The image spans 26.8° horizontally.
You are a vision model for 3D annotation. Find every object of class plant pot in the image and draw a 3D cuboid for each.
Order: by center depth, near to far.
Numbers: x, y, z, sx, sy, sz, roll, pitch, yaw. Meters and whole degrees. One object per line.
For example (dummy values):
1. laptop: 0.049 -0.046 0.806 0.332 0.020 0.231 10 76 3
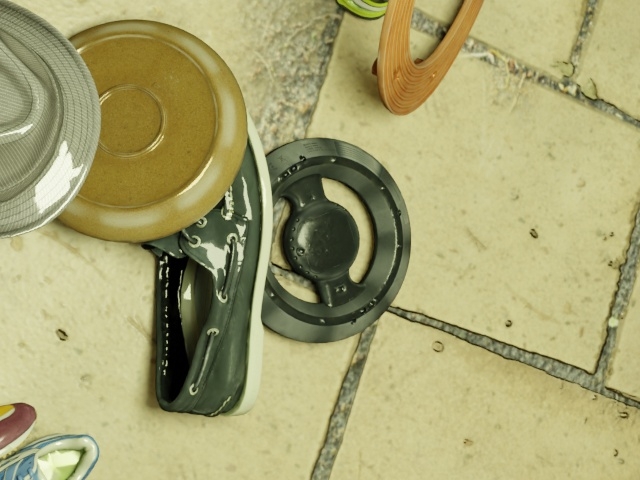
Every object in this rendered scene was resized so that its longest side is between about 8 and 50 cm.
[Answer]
1. plant pot: -0.191 -0.116 1.343 0.236 0.032 0.236 0 76 0

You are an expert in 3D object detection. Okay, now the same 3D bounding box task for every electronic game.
1. electronic game: 0.000 0.000 1.496 0.229 0.048 0.229 -1 92 -26

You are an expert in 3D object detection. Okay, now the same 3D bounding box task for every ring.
1. ring: 0.134 -0.296 1.449 0.032 0.336 0.337 25 77 16

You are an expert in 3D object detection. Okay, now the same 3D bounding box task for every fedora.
1. fedora: -0.340 -0.132 1.240 0.275 0.124 0.244 24 77 -6

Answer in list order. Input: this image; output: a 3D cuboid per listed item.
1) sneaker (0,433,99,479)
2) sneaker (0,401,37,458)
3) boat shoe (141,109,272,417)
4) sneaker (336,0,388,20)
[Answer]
1. sneaker: -0.306 0.244 1.303 0.211 0.081 0.080 -35 93 -37
2. sneaker: -0.367 0.185 1.302 0.185 0.069 0.084 -24 107 -25
3. boat shoe: -0.130 0.019 1.388 0.113 0.127 0.340 -4 102 -38
4. sneaker: 0.113 -0.393 1.505 0.111 0.121 0.300 20 82 -26
